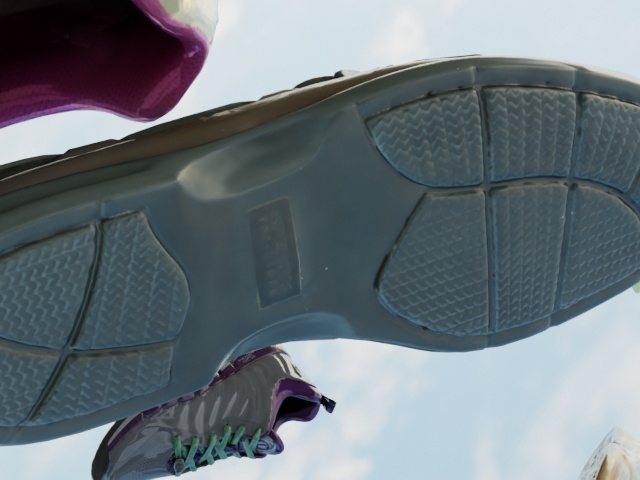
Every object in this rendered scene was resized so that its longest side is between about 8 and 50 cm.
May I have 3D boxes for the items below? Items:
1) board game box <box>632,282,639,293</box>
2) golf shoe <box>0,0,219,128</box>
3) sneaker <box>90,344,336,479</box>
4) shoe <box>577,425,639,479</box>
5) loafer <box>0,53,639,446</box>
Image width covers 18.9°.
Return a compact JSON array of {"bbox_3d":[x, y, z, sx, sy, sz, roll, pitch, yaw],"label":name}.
[{"bbox_3d":[0.181,-0.028,1.147,0.043,0.092,0.181,-30,166,5],"label":"board game box"},{"bbox_3d":[-0.173,-0.080,0.569,0.306,0.115,0.140,-11,-127,-15],"label":"golf shoe"},{"bbox_3d":[-0.092,0.165,1.671,0.224,0.083,0.098,-33,-124,-31],"label":"sneaker"},{"bbox_3d":[0.201,0.179,1.316,0.076,0.058,0.219,-52,172,17],"label":"shoe"},{"bbox_3d":[-0.009,-0.013,0.578,0.268,0.096,0.084,-12,-152,-27],"label":"loafer"}]
